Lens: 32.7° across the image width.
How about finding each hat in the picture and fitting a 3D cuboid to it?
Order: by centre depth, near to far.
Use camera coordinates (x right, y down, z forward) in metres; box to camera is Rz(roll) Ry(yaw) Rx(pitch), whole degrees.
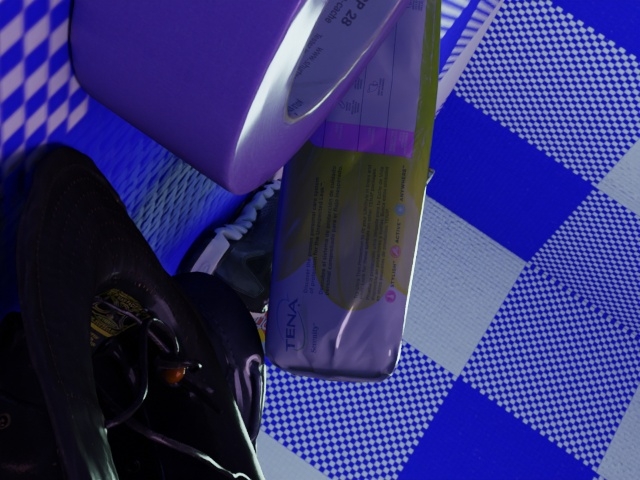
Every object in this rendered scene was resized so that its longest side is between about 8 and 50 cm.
[{"bbox_3d":[-0.116,0.128,0.544,0.133,0.331,0.331,-22,176,3],"label":"hat"}]

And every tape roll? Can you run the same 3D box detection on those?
[{"bbox_3d":[0.000,-0.159,0.523,0.275,0.090,0.275,-54,176,-6],"label":"tape roll"}]

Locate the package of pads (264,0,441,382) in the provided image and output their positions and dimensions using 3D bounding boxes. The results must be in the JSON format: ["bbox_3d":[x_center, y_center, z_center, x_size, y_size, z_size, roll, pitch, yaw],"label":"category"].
[{"bbox_3d":[0.026,-0.045,0.833,0.229,0.101,0.297,64,33,-87],"label":"package of pads"}]

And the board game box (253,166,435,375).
[{"bbox_3d":[0.000,0.000,1.324,0.275,0.142,0.144,-57,175,17],"label":"board game box"}]

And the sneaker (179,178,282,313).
[{"bbox_3d":[-0.049,0.011,1.107,0.078,0.106,0.234,-57,176,28],"label":"sneaker"}]

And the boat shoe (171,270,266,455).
[{"bbox_3d":[-0.137,0.181,0.905,0.156,0.187,0.500,-39,163,-27],"label":"boat shoe"}]

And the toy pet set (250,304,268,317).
[{"bbox_3d":[-0.111,0.049,1.188,0.114,0.065,0.122,-9,143,-32],"label":"toy pet set"}]
